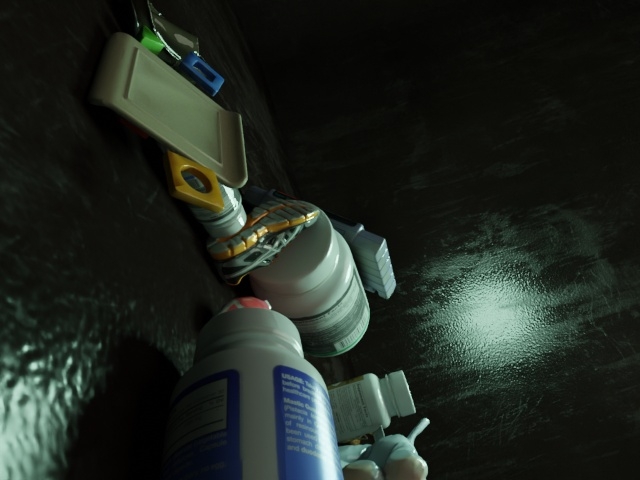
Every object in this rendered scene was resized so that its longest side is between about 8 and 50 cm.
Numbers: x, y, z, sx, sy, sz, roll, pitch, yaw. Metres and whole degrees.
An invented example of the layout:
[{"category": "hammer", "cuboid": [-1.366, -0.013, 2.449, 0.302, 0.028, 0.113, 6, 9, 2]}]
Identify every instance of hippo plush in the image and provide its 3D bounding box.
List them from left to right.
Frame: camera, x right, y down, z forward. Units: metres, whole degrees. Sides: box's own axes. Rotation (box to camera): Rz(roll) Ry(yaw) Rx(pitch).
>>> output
[{"category": "hippo plush", "cuboid": [0.122, 0.524, 1.008, 0.294, 0.234, 0.236, 15, 61, -76]}]

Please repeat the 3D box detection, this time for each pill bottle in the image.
[{"category": "pill bottle", "cuboid": [-0.161, -0.072, 0.739, 0.137, 0.078, 0.078, 69, 5, -45]}, {"category": "pill bottle", "cuboid": [-0.059, 0.191, 0.445, 0.272, 0.152, 0.152, -102, 173, -54]}, {"category": "pill bottle", "cuboid": [-0.023, 0.088, 1.038, 0.361, 0.204, 0.204, 67, 6, -56]}, {"category": "pill bottle", "cuboid": [0.101, 0.391, 1.218, 0.131, 0.229, 0.131, -18, 90, -87]}]

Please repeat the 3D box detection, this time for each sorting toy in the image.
[{"category": "sorting toy", "cuboid": [-0.185, -0.154, 0.636, 0.196, 0.047, 0.347, 30, 30, -34]}]

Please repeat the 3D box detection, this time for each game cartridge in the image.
[{"category": "game cartridge", "cuboid": [0.000, 0.000, 1.181, 0.068, 0.355, 0.230, -55, 152, -24]}]

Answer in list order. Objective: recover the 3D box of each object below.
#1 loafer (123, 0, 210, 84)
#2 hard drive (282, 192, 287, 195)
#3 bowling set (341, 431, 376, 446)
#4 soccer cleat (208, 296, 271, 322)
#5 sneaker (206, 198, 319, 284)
[{"category": "loafer", "cuboid": [-0.235, -0.316, 0.806, 0.220, 0.078, 0.080, 50, 22, -80]}, {"category": "hard drive", "cuboid": [-0.085, 0.031, 1.475, 0.237, 0.064, 0.338, -54, 126, -85]}, {"category": "bowling set", "cuboid": [0.129, 0.561, 1.408, 0.200, 0.154, 0.287, -91, 163, -76]}, {"category": "soccer cleat", "cuboid": [-0.088, 0.198, 0.699, 0.095, 0.083, 0.248, -24, 102, -57]}, {"category": "sneaker", "cuboid": [-0.089, -0.003, 0.840, 0.084, 0.215, 0.083, 27, -47, 42]}]
